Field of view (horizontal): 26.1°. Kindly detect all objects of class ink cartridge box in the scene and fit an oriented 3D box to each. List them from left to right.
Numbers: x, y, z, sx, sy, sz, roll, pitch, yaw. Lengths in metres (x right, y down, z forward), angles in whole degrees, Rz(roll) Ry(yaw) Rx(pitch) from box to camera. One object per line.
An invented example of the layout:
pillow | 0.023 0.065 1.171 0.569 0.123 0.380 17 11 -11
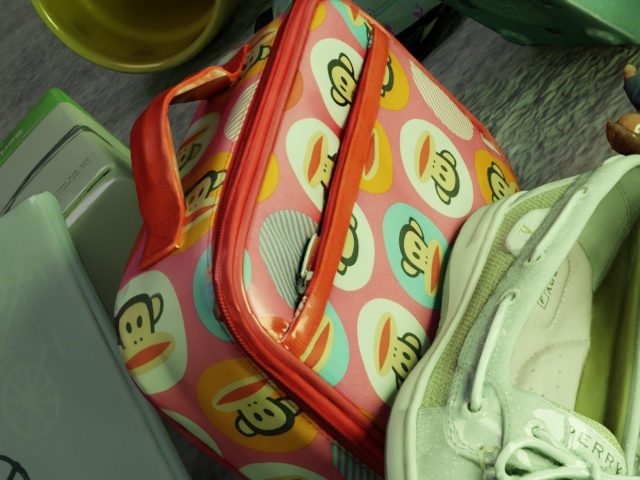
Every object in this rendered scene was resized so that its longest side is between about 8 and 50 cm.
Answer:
ink cartridge box | -0.153 0.008 1.079 0.115 0.198 0.273 -47 25 1

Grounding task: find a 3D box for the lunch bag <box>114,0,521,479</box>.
lunch bag | 0.000 0.000 0.790 0.120 0.258 0.293 -28 32 35

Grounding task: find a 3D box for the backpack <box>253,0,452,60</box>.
backpack | 0.031 -0.203 1.193 0.182 0.115 0.152 -35 26 18

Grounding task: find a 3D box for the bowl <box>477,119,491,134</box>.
bowl | 0.047 -0.058 1.037 0.142 0.053 0.142 -47 24 0

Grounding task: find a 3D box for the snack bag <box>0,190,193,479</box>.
snack bag | -0.225 0.174 0.917 0.342 0.323 0.037 -36 -16 23

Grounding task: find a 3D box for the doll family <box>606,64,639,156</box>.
doll family | 0.236 -0.074 0.754 0.111 0.076 0.193 -54 21 -3

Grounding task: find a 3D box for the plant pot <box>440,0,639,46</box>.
plant pot | 0.171 -0.273 0.952 0.247 0.247 0.252 14 82 61

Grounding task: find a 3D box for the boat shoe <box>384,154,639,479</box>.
boat shoe | 0.115 0.075 0.679 0.103 0.118 0.320 -33 22 35

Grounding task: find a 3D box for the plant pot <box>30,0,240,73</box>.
plant pot | -0.188 -0.355 1.616 0.254 0.254 0.239 -30 16 32
